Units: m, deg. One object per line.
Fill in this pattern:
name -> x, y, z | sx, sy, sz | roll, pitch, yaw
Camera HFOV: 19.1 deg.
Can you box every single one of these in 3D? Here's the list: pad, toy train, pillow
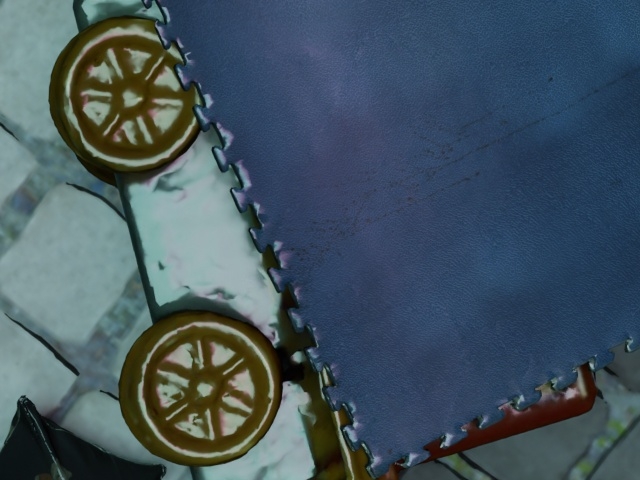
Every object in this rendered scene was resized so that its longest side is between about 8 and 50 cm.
pad -> 0.084, -0.061, 0.885 | 0.269, 0.012, 0.269 | -24, 98, -10
toy train -> 0.000, 0.000, 0.958 | 0.231, 0.163, 0.369 | -14, 90, -5
pillow -> -0.156, 0.165, 1.032 | 0.090, 0.048, 0.150 | 29, 98, 14
